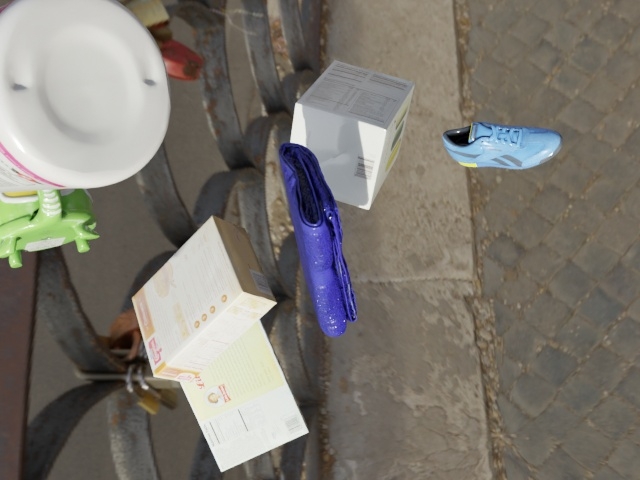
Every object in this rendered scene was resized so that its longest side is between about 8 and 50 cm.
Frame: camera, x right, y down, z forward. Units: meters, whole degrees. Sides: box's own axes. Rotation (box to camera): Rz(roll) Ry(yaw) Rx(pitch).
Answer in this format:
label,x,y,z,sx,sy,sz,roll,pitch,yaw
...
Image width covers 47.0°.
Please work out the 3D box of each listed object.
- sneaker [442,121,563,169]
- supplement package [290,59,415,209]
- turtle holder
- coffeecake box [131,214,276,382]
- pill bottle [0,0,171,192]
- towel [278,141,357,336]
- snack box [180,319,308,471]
label,x,y,z,sx,sy,sz,roll,pitch,yaw
sneaker,0.311,-0.172,1.283,0.209,0.082,0.069,3,67,39
supplement package,0.067,-0.238,1.615,0.198,0.199,0.262,18,37,10
turtle holder,-0.644,-0.084,1.648,0.244,0.320,0.227,-16,82,1
coffeecake box,-0.165,0.082,1.012,0.185,0.068,0.142,-43,51,20
pill bottle,-0.280,-0.124,0.675,0.283,0.160,0.160,2,74,44
towel,0.000,0.000,1.313,0.076,0.308,0.227,-14,46,-4
snack box,-0.170,0.260,1.421,0.187,0.060,0.321,-23,98,-5
